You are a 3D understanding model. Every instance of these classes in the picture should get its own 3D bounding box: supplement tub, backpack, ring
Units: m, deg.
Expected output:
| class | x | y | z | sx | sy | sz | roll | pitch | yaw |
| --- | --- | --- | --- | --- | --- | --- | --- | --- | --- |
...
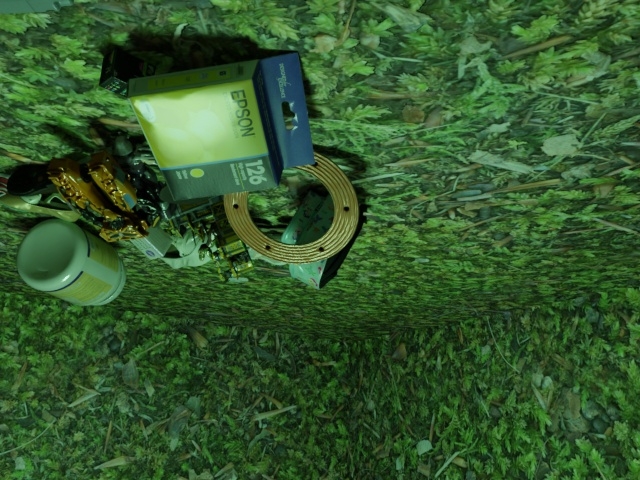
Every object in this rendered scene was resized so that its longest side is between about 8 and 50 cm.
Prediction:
| class | x | y | z | sx | sy | sz | roll | pitch | yaw |
| --- | --- | --- | --- | --- | --- | --- | --- | --- | --- |
| supplement tub | -0.821 | 0.085 | 2.246 | 0.241 | 0.240 | 0.331 | -1 | 162 | 12 |
| backpack | 0.000 | 0.000 | 1.838 | 0.191 | 0.253 | 0.225 | 21 | 165 | 8 |
| ring | -0.071 | -0.086 | 1.648 | 0.337 | 0.032 | 0.336 | 5 | 123 | 8 |

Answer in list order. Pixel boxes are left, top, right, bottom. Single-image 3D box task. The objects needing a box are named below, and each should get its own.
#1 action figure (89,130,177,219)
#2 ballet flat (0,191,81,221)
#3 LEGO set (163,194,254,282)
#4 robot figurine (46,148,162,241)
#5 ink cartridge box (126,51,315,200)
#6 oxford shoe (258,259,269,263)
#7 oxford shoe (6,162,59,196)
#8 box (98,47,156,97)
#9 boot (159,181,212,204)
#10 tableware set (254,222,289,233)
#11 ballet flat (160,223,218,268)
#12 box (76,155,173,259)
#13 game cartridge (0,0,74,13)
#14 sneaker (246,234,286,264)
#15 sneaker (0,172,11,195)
| class | x | y | z | sx | sy | sz | roll | pitch | yaw |
| --- | --- | --- | --- | --- | --- | --- | --- | --- | --- |
| action figure | -0.443 | -0.168 | 1.631 | 0.186 | 0.099 | 0.285 | 6 | 149 | 12 |
| ballet flat | -0.794 | -0.117 | 1.916 | 0.232 | 0.080 | 0.073 | 15 | 131 | -41 |
| LEGO set | -0.319 | -0.003 | 1.861 | 0.192 | 0.254 | 0.331 | -21 | 173 | -5 |
| robot figurine | -0.508 | -0.092 | 1.594 | 0.211 | 0.085 | 0.291 | -6 | 143 | 14 |
| ink cartridge box | -0.175 | -0.206 | 1.296 | 0.308 | 0.072 | 0.303 | -7 | 144 | 3 |
| oxford shoe | -0.105 | 0.036 | 2.298 | 0.213 | 0.076 | 0.076 | -2 | -168 | 9 |
| oxford shoe | -0.725 | -0.148 | 1.760 | 0.228 | 0.082 | 0.096 | -3 | 166 | 22 |
| box | -0.357 | -0.304 | 1.237 | 0.083 | 0.062 | 0.052 | 19 | 156 | -41 |
| boot | -0.285 | -0.172 | 1.536 | 0.113 | 0.115 | 0.305 | 9 | 155 | -30 |
| tableware set | -0.147 | -0.046 | 2.065 | 0.194 | 0.039 | 0.128 | 3 | 175 | 19 |
| ballet flat | -0.436 | 0.014 | 2.168 | 0.139 | 0.139 | 0.400 | 14 | 162 | -33 |
| box | -0.521 | -0.080 | 1.745 | 0.063 | 0.067 | 0.324 | -13 | 131 | 38 |
| game cartridge | -0.537 | -0.405 | 0.966 | 0.295 | 0.060 | 0.196 | 1 | 166 | 6 |
| sneaker | -0.194 | 0.021 | 2.119 | 0.263 | 0.099 | 0.121 | -1 | 169 | 41 |
| sneaker | -0.897 | -0.151 | 1.795 | 0.119 | 0.066 | 0.042 | 5 | 162 | -7 |
